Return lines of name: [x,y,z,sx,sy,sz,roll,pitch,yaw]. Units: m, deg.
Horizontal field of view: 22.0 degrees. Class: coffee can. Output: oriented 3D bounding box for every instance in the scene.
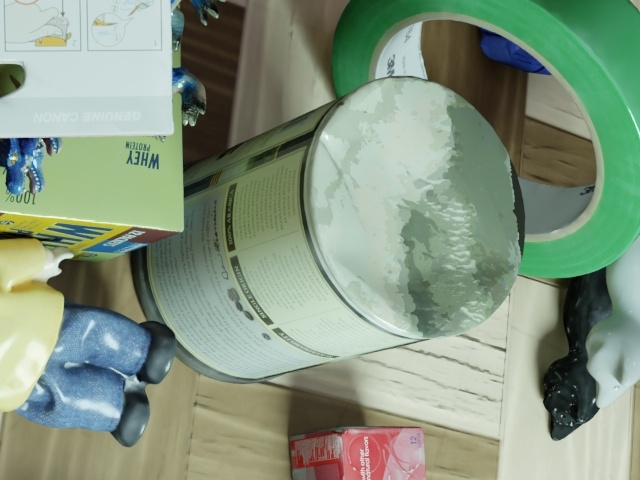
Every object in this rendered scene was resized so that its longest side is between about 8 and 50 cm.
coffee can: [0.000,0.000,1.322,0.201,0.275,0.202,8,75,-32]

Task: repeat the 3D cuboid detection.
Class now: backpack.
backpack: [0.223,-0.216,1.640,0.120,0.098,0.101,9,103,-32]

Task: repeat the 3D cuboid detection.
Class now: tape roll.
tape roll: [0.159,-0.116,1.430,0.321,0.321,0.077,53,57,-13]

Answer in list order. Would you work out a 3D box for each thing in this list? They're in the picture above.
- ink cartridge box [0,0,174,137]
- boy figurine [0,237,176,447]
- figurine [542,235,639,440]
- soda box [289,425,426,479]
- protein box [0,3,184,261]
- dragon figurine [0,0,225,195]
ink cartridge box: [-0.246,-0.201,1.099,0.296,0.066,0.261,-2,103,-14]
boy figurine: [-0.257,0.077,1.241,0.285,0.092,0.177,19,94,-26]
figurine: [0.278,0.073,1.542,0.092,0.215,0.209,23,68,-1]
soda box: [0.039,0.292,1.398,0.092,0.083,0.263,4,77,-33]
protein box: [-0.225,-0.099,1.278,0.199,0.136,0.201,6,75,-34]
dragon figurine: [-0.155,-0.163,1.203,0.144,0.085,0.289,19,69,-30]
